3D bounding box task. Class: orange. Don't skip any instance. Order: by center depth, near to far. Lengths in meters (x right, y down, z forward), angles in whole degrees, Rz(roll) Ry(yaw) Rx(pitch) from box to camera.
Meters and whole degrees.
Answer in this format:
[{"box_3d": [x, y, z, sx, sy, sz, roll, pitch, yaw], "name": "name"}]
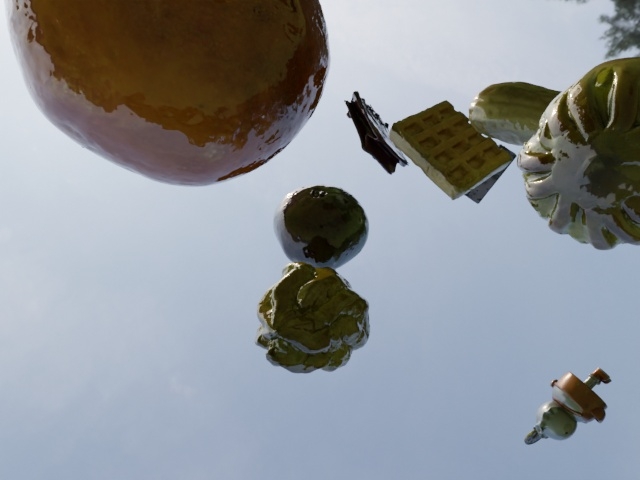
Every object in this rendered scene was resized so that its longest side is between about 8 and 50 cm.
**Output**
[{"box_3d": [-0.129, -0.189, 0.490, 0.284, 0.226, 0.283, 17, -124, -27], "name": "orange"}]

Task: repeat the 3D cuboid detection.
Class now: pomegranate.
[{"box_3d": [0.019, -0.016, 1.613, 0.291, 0.323, 0.290, -23, -147, 16], "name": "pomegranate"}]

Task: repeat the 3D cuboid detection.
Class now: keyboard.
[{"box_3d": [0.584, -0.228, 1.843, 0.072, 0.231, 0.023, 34, -140, 6], "name": "keyboard"}]

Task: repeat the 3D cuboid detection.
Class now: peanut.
[{"box_3d": [0.482, -0.264, 1.143, 0.319, 0.147, 0.147, 13, -125, 16], "name": "peanut"}]

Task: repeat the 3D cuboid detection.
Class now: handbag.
[{"box_3d": [0.159, -0.313, 1.566, 0.074, 0.203, 0.216, -33, -122, 19], "name": "handbag"}]

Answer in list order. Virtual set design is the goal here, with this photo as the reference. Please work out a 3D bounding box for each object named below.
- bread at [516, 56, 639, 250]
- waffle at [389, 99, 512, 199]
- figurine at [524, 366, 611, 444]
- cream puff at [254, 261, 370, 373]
[{"box_3d": [0.319, -0.086, 0.579, 0.105, 0.213, 0.213, -23, -115, -44], "name": "bread"}, {"box_3d": [0.324, -0.232, 1.335, 0.221, 0.055, 0.248, -30, -112, -30], "name": "waffle"}, {"box_3d": [0.637, 0.434, 1.387, 0.271, 0.143, 0.143, -34, -115, 14], "name": "figurine"}, {"box_3d": [-0.040, 0.231, 1.367, 0.291, 0.324, 0.257, 38, -135, 4], "name": "cream puff"}]
